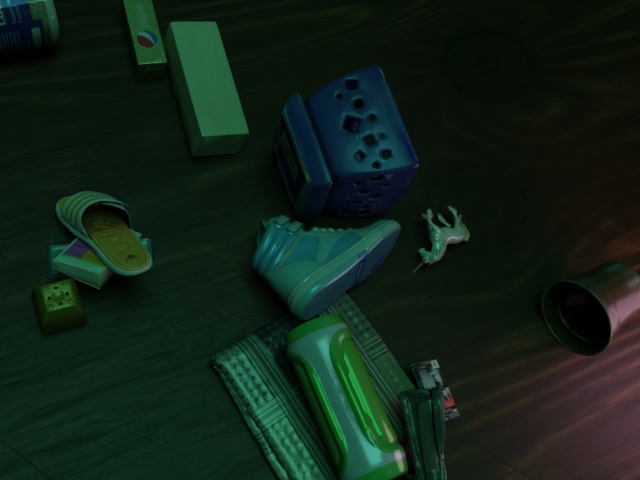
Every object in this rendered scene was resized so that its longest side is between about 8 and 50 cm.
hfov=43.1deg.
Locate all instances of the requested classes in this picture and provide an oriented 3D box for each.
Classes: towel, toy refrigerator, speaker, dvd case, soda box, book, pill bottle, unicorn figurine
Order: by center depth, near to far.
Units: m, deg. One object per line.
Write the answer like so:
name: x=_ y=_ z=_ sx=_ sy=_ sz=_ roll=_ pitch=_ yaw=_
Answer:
speaker: x=0.042 y=0.283 z=1.411 sx=0.131 sy=0.131 sz=0.296 roll=-17 pitch=71 yaw=-22
book: x=-0.401 y=0.018 z=1.462 sx=0.096 sy=0.035 sz=0.144 roll=19 pitch=38 yaw=11
towel: x=0.005 y=0.281 z=1.506 sx=0.312 sy=0.056 sz=0.324 roll=-28 pitch=75 yaw=-28
pill bottle: x=-0.651 y=-0.424 z=1.551 sx=0.264 sy=0.153 sz=0.153 roll=-19 pitch=74 yaw=-23
dvd case: x=0.220 y=0.288 z=1.555 sx=0.087 sy=0.013 sz=0.119 roll=1 pitch=64 yaw=-53
toy refrigerator: x=-0.239 y=-0.309 z=1.660 sx=0.102 sy=0.094 sz=0.269 roll=-9 pitch=71 yaw=-27
soda box: x=-0.369 y=-0.428 z=1.690 sx=0.061 sy=0.058 sz=0.181 roll=-9 pitch=71 yaw=-20
unicorn figurine: x=0.250 y=-0.011 z=1.691 sx=0.162 sy=0.060 sz=0.111 roll=-14 pitch=71 yaw=-21

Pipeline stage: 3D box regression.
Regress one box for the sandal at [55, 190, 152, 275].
sandal: x=-0.380 y=-0.035 z=1.449 sx=0.102 sy=0.076 sz=0.265 roll=-22 pitch=44 yaw=-36

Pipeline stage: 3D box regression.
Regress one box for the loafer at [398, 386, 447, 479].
loafer: x=0.186 y=0.399 z=1.467 sx=0.084 sy=0.096 sz=0.267 roll=-1 pitch=87 yaw=7

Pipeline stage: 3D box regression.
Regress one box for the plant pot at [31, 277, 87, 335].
plant pot: x=-0.457 y=0.108 z=1.416 sx=0.081 sy=0.083 sz=0.081 roll=-15 pitch=71 yaw=-22

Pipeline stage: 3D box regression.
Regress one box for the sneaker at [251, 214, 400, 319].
sneaker: x=0.000 y=0.000 z=1.579 sx=0.208 sy=0.127 sz=0.319 roll=39 pitch=46 yaw=21

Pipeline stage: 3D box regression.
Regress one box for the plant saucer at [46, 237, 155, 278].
plant saucer: x=-0.405 y=0.030 z=1.503 sx=0.192 sy=0.018 sz=0.067 roll=-5 pitch=69 yaw=-18

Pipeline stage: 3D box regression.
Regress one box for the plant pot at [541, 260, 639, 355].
plant pot: x=0.575 y=0.128 z=1.681 sx=0.165 sy=0.167 sz=0.167 roll=-25 pitch=76 yaw=-33

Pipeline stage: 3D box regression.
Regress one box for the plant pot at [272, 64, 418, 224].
plant pot: x=0.034 y=-0.175 z=1.608 sx=0.212 sy=0.236 sz=0.236 roll=-15 pitch=73 yaw=-15
